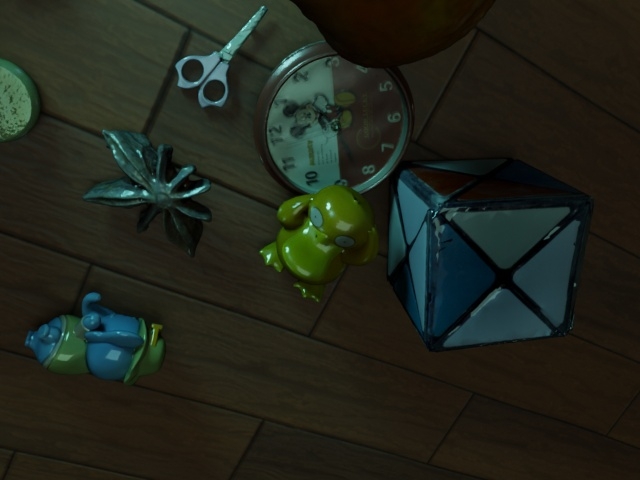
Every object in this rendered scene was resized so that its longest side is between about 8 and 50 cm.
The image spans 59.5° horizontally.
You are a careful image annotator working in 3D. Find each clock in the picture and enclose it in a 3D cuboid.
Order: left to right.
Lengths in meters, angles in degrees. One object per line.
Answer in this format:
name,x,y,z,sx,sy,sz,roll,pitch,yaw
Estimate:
clock,0.029,-0.224,1.081,0.318,0.080,0.318,-6,120,-10

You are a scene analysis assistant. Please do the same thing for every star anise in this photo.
star anise,-0.307,-0.097,1.048,0.257,0.111,0.198,31,118,-15

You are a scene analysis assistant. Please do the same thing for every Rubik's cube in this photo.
Rubik's cube,0.311,0.020,1.122,0.307,0.305,0.310,-5,114,-10

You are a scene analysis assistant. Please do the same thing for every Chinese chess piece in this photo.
Chinese chess piece,-0.556,-0.239,0.955,0.144,0.058,0.144,-5,112,-12

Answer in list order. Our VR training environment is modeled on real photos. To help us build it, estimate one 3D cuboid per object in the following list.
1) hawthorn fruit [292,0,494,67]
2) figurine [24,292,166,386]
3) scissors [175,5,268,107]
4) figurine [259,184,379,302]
hawthorn fruit,0.122,-0.490,0.787,0.471,0.472,0.472,-5,113,-11
figurine,-0.441,0.205,1.119,0.262,0.154,0.180,19,119,-23
scissors,-0.169,-0.340,1.018,0.110,0.021,0.212,40,100,-21
figurine,0.000,-0.001,1.095,0.215,0.228,0.215,2,78,-10
